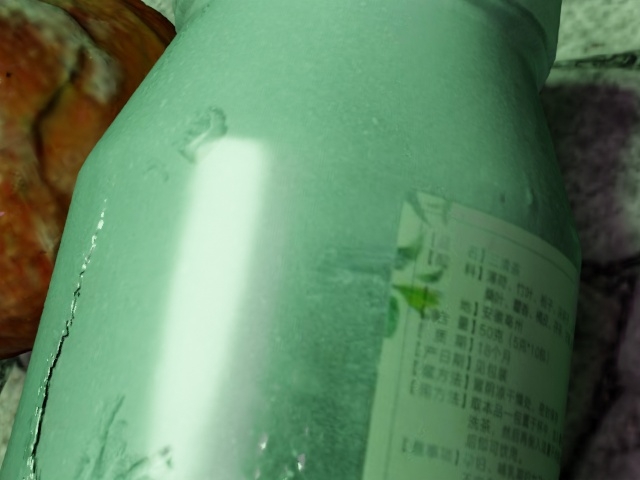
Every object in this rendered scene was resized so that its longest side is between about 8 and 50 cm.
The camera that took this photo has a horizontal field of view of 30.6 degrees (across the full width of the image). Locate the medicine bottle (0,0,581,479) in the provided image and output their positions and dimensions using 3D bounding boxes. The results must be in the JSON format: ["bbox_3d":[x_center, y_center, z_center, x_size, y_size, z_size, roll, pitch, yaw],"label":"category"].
[{"bbox_3d":[0.000,0.000,0.553,0.245,0.245,0.290,-1,73,33],"label":"medicine bottle"}]

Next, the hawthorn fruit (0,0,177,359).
[{"bbox_3d":[-0.166,-0.012,0.698,0.241,0.242,0.272,-13,97,29],"label":"hawthorn fruit"}]
